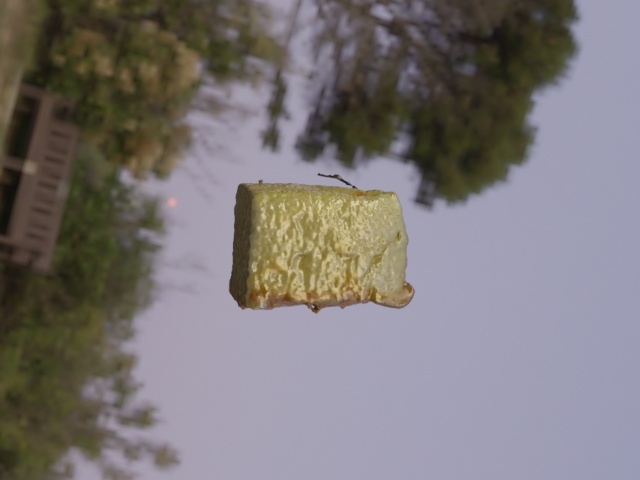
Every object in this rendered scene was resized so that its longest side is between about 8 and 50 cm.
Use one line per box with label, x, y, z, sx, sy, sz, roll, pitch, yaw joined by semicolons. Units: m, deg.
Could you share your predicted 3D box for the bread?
bread;0.000;0.000;1.065;0.080;0.109;0.084;-136;-134;-80
